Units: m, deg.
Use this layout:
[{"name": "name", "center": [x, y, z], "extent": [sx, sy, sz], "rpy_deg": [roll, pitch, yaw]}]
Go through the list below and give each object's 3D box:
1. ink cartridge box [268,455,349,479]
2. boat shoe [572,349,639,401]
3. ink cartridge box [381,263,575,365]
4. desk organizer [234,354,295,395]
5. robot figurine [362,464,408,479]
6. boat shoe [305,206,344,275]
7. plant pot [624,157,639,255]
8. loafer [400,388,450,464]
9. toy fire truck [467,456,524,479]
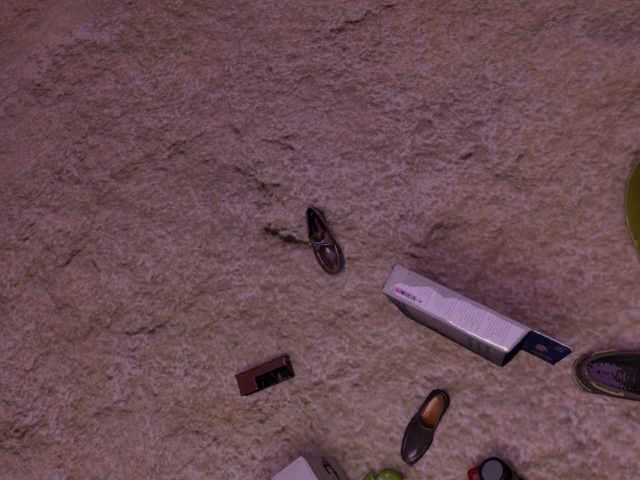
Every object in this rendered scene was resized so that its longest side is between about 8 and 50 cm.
[{"name": "ink cartridge box", "center": [-0.041, 0.519, 1.152], "extent": [0.160, 0.219, 0.092], "rpy_deg": [-37, 63, 1]}, {"name": "boat shoe", "center": [0.655, 0.267, 1.101], "extent": [0.305, 0.091, 0.109], "rpy_deg": [2, 74, 16]}, {"name": "ink cartridge box", "center": [0.297, 0.174, 1.107], "extent": [0.330, 0.324, 0.071], "rpy_deg": [28, 83, 22]}, {"name": "desk organizer", "center": [-0.129, 0.317, 1.334], "extent": [0.130, 0.047, 0.050], "rpy_deg": [-24, 70, 8]}, {"name": "robot figurine", "center": [0.131, 0.526, 1.181], "extent": [0.101, 0.067, 0.115], "rpy_deg": [34, 84, 20]}, {"name": "boat shoe", "center": [0.000, 0.000, 1.386], "extent": [0.066, 0.066, 0.183], "rpy_deg": [-28, 68, 6]}, {"name": "plant pot", "center": [0.806, -0.073, 1.095], "extent": [0.294, 0.275, 0.274], "rpy_deg": [-13, 69, -5]}, {"name": "loafer", "center": [0.216, 0.391, 1.203], "extent": [0.062, 0.061, 0.170], "rpy_deg": [24, 81, 20]}, {"name": "toy fire truck", "center": [0.275, 0.548, 1.072], "extent": [0.246, 0.158, 0.217], "rpy_deg": [-34, 32, 22]}]
